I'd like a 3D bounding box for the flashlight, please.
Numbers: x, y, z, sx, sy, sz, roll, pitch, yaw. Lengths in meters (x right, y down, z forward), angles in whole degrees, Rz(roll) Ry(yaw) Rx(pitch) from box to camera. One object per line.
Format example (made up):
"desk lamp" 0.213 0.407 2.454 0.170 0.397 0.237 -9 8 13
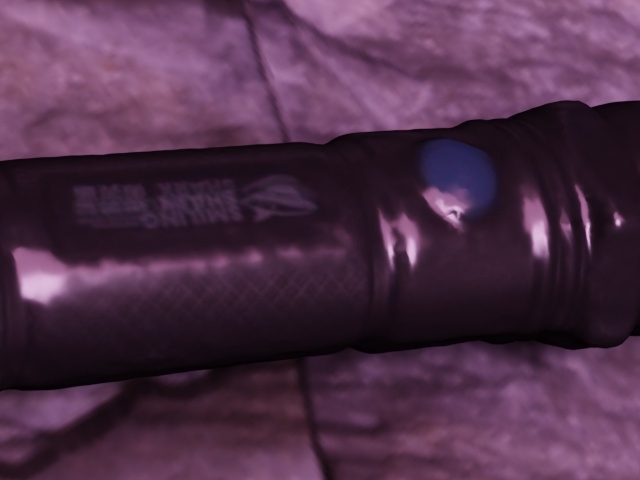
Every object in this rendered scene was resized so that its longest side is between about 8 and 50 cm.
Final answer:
"flashlight" 0.000 0.000 0.634 0.424 0.103 0.103 -4 68 -25
